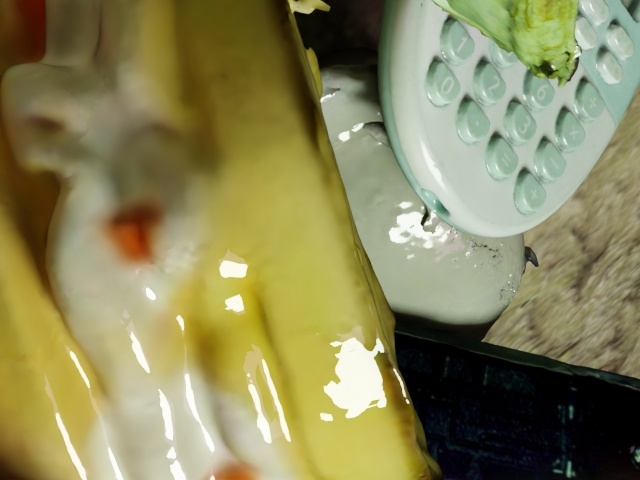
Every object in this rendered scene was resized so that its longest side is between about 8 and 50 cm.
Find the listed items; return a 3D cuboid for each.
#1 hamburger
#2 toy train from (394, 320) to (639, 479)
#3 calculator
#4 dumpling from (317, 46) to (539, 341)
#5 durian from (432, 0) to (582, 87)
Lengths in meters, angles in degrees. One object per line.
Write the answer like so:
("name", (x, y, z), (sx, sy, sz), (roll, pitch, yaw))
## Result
("hamburger", (-0.090, 0.007, 0.803), (0.237, 0.276, 0.276), (-17, 155, 3))
("toy train", (0.008, 0.088, 1.005), (0.409, 0.086, 0.089), (13, 150, -20))
("calculator", (0.111, -0.138, 0.989), (0.184, 0.042, 0.295), (47, 58, -38))
("dumpling", (0.004, -0.017, 1.064), (0.204, 0.163, 0.293), (-10, 157, 20))
("durian", (0.054, -0.199, 0.745), (0.163, 0.198, 0.394), (-44, 150, -17))
